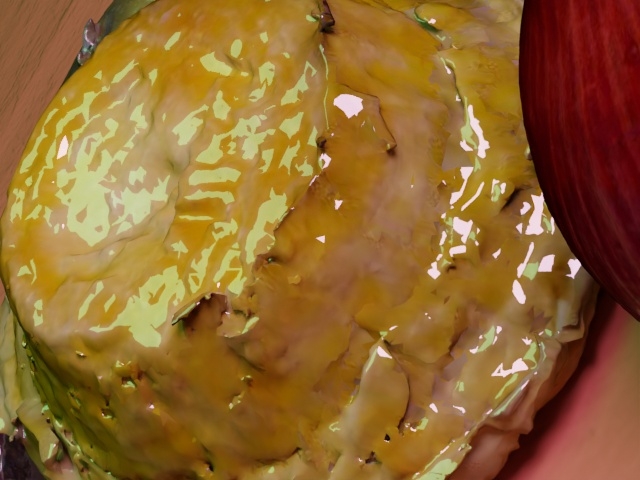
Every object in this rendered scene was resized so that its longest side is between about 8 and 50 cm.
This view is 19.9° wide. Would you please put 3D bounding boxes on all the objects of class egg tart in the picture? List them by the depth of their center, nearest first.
[{"bbox_3d":[-0.030,-0.008,0.694,0.294,0.116,0.295,-18,57,30],"label":"egg tart"}]

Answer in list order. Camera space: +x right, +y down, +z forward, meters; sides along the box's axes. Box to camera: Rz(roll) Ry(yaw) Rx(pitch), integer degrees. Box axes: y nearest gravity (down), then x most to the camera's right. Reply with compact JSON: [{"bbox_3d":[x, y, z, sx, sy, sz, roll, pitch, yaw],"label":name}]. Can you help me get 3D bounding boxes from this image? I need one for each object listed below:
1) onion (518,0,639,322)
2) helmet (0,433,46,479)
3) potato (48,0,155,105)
[{"bbox_3d":[0.145,-0.080,0.501,0.248,0.161,0.248,-15,71,53],"label":"onion"},{"bbox_3d":[-0.162,0.155,0.865,0.153,0.107,0.177,-41,12,40],"label":"helmet"},{"bbox_3d":[-0.114,-0.075,1.044,0.188,0.085,0.105,-56,23,20],"label":"potato"}]
